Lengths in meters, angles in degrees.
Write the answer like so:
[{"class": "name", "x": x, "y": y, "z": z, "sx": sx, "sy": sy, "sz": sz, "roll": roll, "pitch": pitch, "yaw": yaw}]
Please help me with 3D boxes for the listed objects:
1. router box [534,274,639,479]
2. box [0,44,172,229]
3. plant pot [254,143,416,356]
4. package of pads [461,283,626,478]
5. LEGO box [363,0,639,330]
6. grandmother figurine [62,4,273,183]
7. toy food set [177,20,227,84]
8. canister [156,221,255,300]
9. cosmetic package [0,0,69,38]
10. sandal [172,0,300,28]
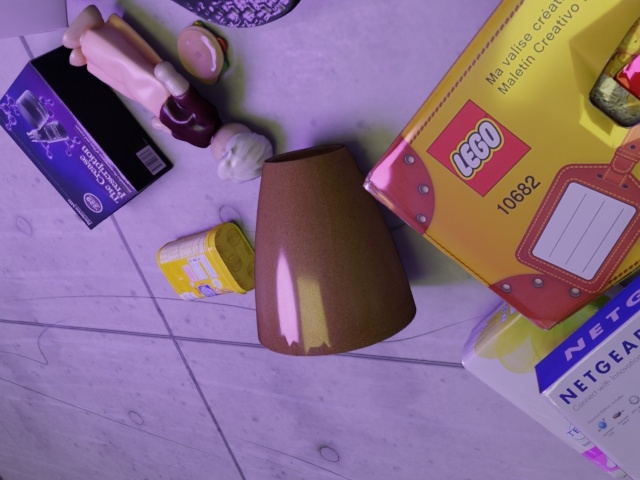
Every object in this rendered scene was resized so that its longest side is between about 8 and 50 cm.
[{"class": "router box", "x": 0.475, "y": 0.155, "z": 0.735, "sx": 0.301, "sy": 0.082, "sz": 0.335, "roll": 42, "pitch": 109, "yaw": 0}, {"class": "box", "x": -0.411, "y": -0.172, "z": 1.118, "sx": 0.184, "sy": 0.103, "sz": 0.261, "roll": -26, "pitch": 107, "yaw": 44}, {"class": "plant pot", "x": 0.000, "y": 0.000, "z": 0.928, "sx": 0.237, "sy": 0.237, "sz": 0.254, "roll": -1, "pitch": 108, "yaw": 32}, {"class": "package of pads", "x": 0.373, "y": 0.176, "z": 0.897, "sx": 0.296, "sy": 0.101, "sz": 0.229, "roll": 37, "pitch": 133, "yaw": 3}, {"class": "LEGO box", "x": 0.292, "y": -0.223, "z": 0.461, "sx": 0.193, "sy": 0.372, "sz": 0.500, "roll": 39, "pitch": 133, "yaw": 1}, {"class": "grandmother figurine", "x": -0.218, "y": -0.208, "z": 0.974, "sx": 0.342, "sy": 0.104, "sz": 0.208, "roll": 37, "pitch": 173, "yaw": -3}, {"class": "toy food set", "x": -0.173, "y": -0.274, "z": 0.949, "sx": 0.083, "sy": 0.020, "sz": 0.082, "roll": 46, "pitch": 133, "yaw": -6}, {"class": "canister", "x": -0.203, "y": 0.043, "z": 1.169, "sx": 0.170, "sy": 0.073, "sz": 0.126, "roll": -13, "pitch": 115, "yaw": 39}, {"class": "cosmetic package", "x": -0.453, "y": -0.472, "z": 0.844, "sx": 0.197, "sy": 0.155, "sz": 0.365, "roll": 42, "pitch": 140, "yaw": 27}, {"class": "sandal", "x": -0.183, "y": -0.392, "z": 0.827, "sx": 0.445, "sy": 0.107, "sz": 0.167, "roll": 26, "pitch": 135, "yaw": 30}]
